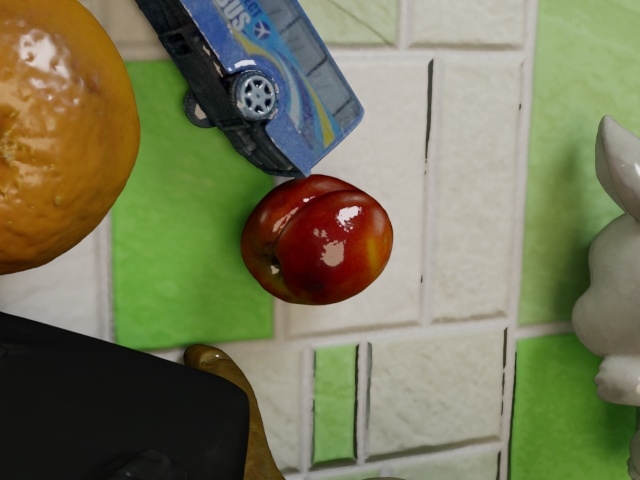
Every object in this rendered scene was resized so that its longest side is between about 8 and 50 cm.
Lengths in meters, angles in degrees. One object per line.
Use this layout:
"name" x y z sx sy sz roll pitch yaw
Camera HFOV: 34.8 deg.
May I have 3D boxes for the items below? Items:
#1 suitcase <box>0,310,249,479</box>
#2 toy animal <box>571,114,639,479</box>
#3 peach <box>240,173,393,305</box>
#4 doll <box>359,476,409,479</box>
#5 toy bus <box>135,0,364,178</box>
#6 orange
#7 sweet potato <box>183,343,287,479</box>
"suitcase" -0.220 0.121 0.502 0.345 0.339 0.188 13 97 3
"toy animal" 0.303 0.061 0.825 0.208 0.154 0.325 -5 99 -28
"peach" 0.000 -0.001 0.718 0.100 0.100 0.101 -5 104 -21
"doll" 0.098 0.275 0.688 0.247 0.349 0.247 -25 120 -52
"toy bus" -0.067 -0.151 0.670 0.094 0.079 0.236 -45 115 -25
"orange" -0.193 -0.069 0.589 0.177 0.155 0.178 -2 98 -15
"sweet potato" -0.008 0.178 0.626 0.108 0.346 0.079 -49 135 -10
